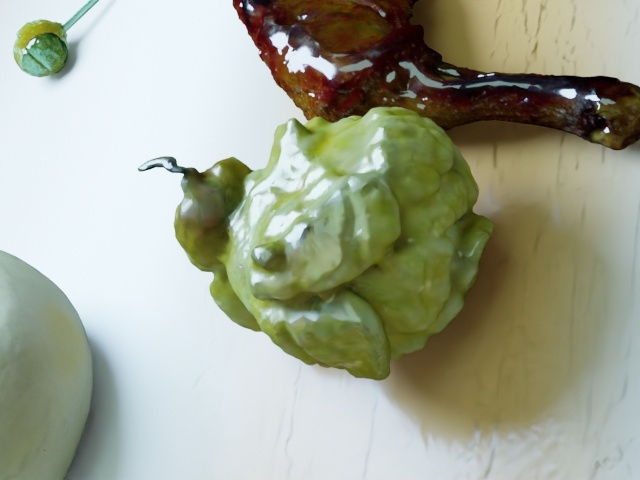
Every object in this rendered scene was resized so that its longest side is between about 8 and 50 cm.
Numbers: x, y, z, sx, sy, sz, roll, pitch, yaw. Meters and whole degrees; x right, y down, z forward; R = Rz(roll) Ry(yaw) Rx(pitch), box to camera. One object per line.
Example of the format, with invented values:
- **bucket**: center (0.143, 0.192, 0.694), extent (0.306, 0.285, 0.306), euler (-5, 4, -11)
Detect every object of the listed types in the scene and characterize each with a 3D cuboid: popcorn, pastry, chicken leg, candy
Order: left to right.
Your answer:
- **pastry**: center (-0.289, 0.129, 0.882), extent (0.265, 0.133, 0.265), euler (-22, 51, 30)
- **candy**: center (-0.231, -0.243, 1.139), extent (0.202, 0.061, 0.061), euler (-43, 44, -2)
- **popcorn**: center (0.004, -0.010, 0.713), extent (0.195, 0.173, 0.168), euler (18, 90, 50)
- **chicken leg**: center (0.054, -0.134, 0.802), extent (0.158, 0.096, 0.407), euler (-39, 44, -13)
